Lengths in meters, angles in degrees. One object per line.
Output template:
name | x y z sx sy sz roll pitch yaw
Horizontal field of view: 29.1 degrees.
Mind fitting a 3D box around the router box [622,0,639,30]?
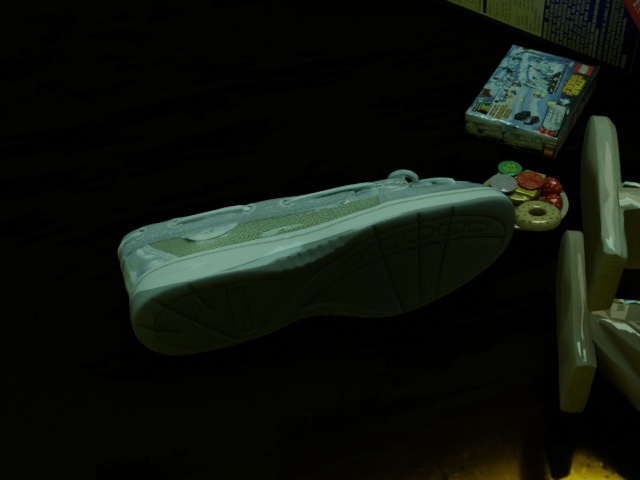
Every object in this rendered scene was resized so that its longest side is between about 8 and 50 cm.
router box | 0.440 -0.277 1.213 0.335 0.082 0.301 -12 66 -29

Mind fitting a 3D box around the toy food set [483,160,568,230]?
toy food set | 0.181 -0.038 1.108 0.082 0.020 0.083 17 45 18

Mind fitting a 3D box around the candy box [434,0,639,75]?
candy box | 0.268 -0.341 1.374 0.317 0.122 0.268 28 50 25

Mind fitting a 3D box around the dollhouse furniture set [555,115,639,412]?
dollhouse furniture set | 0.370 -0.069 0.859 0.362 0.394 0.256 4 51 4

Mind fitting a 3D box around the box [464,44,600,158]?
box | 0.210 -0.139 1.216 0.094 0.027 0.137 18 45 20

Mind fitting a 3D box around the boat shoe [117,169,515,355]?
boat shoe | -0.001 0.002 0.991 0.320 0.118 0.103 -15 48 -8
